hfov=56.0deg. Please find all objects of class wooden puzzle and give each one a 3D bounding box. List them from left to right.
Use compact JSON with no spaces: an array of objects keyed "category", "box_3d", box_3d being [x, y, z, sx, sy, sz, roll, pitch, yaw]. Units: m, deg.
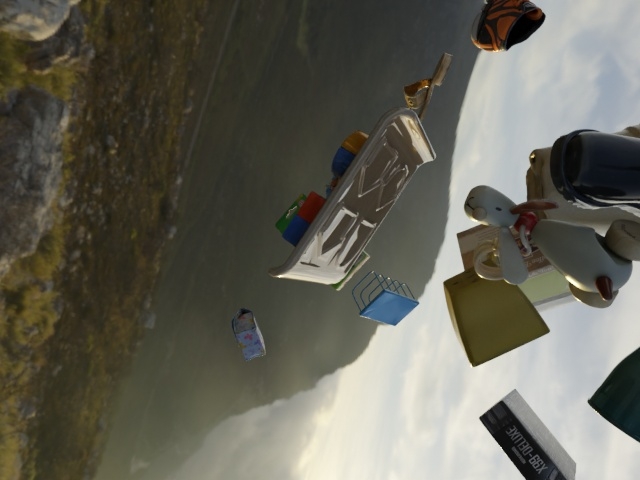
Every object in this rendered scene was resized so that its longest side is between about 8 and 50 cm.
[{"category":"wooden puzzle","box_3d":[0.057,-0.071,1.096,0.347,0.080,0.322,-52,162,6]}]

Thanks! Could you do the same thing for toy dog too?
[{"category":"toy dog","box_3d":[0.410,0.019,1.073,0.161,0.334,0.220,-42,133,-53]}]

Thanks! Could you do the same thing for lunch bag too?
[{"category":"lunch bag","box_3d":[-0.142,0.181,1.174,0.083,0.053,0.071,-113,-173,-60]}]

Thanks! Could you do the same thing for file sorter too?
[{"category":"file sorter","box_3d":[0.202,0.182,1.907,0.118,0.170,0.104,-48,-136,23]}]

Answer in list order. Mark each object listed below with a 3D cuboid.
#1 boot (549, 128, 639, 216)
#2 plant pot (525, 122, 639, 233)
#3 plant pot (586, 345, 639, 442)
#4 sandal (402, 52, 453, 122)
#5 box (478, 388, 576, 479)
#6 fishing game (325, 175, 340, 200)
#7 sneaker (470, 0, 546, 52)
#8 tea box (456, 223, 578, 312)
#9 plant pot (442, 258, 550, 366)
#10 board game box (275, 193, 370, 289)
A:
[{"category":"boot","box_3d":[0.662,-0.147,0.962,0.445,0.367,0.146,-11,-104,57]},{"category":"plant pot","box_3d":[0.724,-0.146,1.601,0.334,0.306,0.333,-3,90,-82]},{"category":"plant pot","box_3d":[0.869,0.380,1.520,0.255,0.272,0.271,-61,180,7]},{"category":"sandal","box_3d":[0.250,-0.384,1.526,0.240,0.079,0.088,114,-5,-53]},{"category":"box","box_3d":[0.516,0.496,1.479,0.076,0.242,0.307,-42,159,13]},{"category":"fishing game","box_3d":[0.058,-0.196,1.807,0.189,0.041,0.264,-39,-153,53]},{"category":"sneaker","box_3d":[0.530,-0.647,1.575,0.180,0.125,0.321,47,-54,55]},{"category":"tea box","box_3d":[0.657,0.072,1.895,0.323,0.329,0.219,36,40,-47]},{"category":"plant pot","box_3d":[0.431,0.172,1.568,0.187,0.212,0.212,61,7,-7]},{"category":"board game box","box_3d":[0.000,0.000,1.605,0.124,0.259,0.039,-48,160,9]}]
